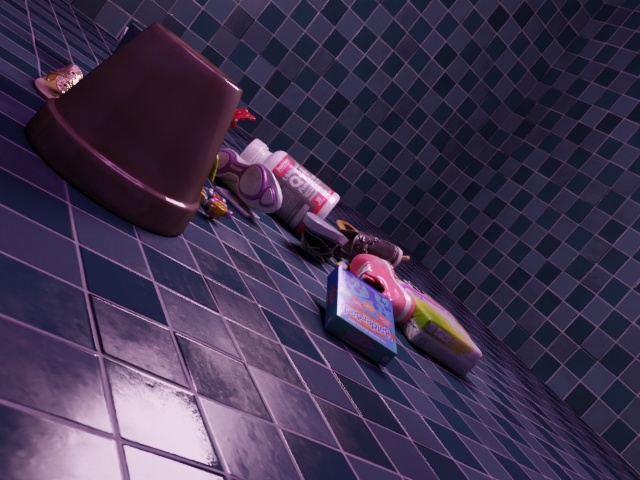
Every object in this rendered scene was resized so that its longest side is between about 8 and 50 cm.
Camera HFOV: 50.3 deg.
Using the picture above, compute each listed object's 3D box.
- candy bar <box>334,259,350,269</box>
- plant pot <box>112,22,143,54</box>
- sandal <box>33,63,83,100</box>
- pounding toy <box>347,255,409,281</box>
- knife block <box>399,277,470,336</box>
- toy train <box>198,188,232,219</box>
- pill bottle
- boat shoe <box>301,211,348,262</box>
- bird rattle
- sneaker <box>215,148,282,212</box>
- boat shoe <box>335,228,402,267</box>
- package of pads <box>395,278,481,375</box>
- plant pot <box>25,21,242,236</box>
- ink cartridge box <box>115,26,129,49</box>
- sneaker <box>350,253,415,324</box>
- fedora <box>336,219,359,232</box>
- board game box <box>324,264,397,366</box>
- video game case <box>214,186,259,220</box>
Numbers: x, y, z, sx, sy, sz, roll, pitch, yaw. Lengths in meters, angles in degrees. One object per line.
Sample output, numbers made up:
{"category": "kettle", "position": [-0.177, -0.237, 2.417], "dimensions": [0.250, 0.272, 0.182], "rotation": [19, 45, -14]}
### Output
{"category": "candy bar", "position": [0.070, 0.080, 2.136], "dimensions": [0.040, 0.018, 0.161], "rotation": [40, 7, 5]}
{"category": "plant pot", "position": [-0.375, -0.297, 1.452], "dimensions": [0.165, 0.234, 0.166], "rotation": [43, 8, 29]}
{"category": "sandal", "position": [-0.562, -0.357, 1.502], "dimensions": [0.088, 0.079, 0.240], "rotation": [36, 9, -20]}
{"category": "pounding toy", "position": [0.201, 0.075, 2.249], "dimensions": [0.154, 0.155, 0.269], "rotation": [40, 7, -26]}
{"category": "knife block", "position": [0.340, 0.235, 2.240], "dimensions": [0.242, 0.088, 0.275], "rotation": [36, 9, -18]}
{"category": "toy train", "position": [-0.262, -0.090, 1.510], "dimensions": [0.125, 0.046, 0.166], "rotation": [44, 6, 38]}
{"category": "pill bottle", "position": [-0.113, -0.165, 2.105], "dimensions": [0.319, 0.176, 0.176], "rotation": [39, 8, -2]}
{"category": "boat shoe", "position": [-0.003, -0.002, 1.963], "dimensions": [0.113, 0.104, 0.306], "rotation": [37, 1, 11]}
{"category": "bird rattle", "position": [-0.304, -0.292, 1.795], "dimensions": [0.143, 0.253, 0.207], "rotation": [34, -14, -34]}
{"category": "sneaker", "position": [-0.184, -0.156, 1.904], "dimensions": [0.305, 0.114, 0.152], "rotation": [40, -2, 41]}
{"category": "boat shoe", "position": [0.129, 0.023, 2.181], "dimensions": [0.285, 0.102, 0.092], "rotation": [18, -15, 42]}
{"category": "package of pads", "position": [0.326, 0.256, 2.017], "dimensions": [0.229, 0.101, 0.296], "rotation": [34, 10, -21]}
{"category": "plant pot", "position": [-0.293, -0.212, 1.203], "dimensions": [0.323, 0.280, 0.323], "rotation": [39, 8, -7]}
{"category": "ink cartridge box", "position": [-0.463, -0.450, 1.881], "dimensions": [0.233, 0.171, 0.168], "rotation": [20, 24, -22]}
{"category": "sneaker", "position": [0.157, 0.114, 1.996], "dimensions": [0.136, 0.116, 0.314], "rotation": [30, 11, -36]}
{"category": "fedora", "position": [0.108, 0.008, 2.481], "dimensions": [0.194, 0.079, 0.194], "rotation": [40, 14, -12]}
{"category": "board game box", "position": [0.087, 0.159, 1.479], "dimensions": [0.160, 0.047, 0.210], "rotation": [34, 24, -15]}
{"category": "video game case", "position": [-0.224, -0.099, 1.834], "dimensions": [0.122, 0.011, 0.087], "rotation": [41, 9, 16]}
